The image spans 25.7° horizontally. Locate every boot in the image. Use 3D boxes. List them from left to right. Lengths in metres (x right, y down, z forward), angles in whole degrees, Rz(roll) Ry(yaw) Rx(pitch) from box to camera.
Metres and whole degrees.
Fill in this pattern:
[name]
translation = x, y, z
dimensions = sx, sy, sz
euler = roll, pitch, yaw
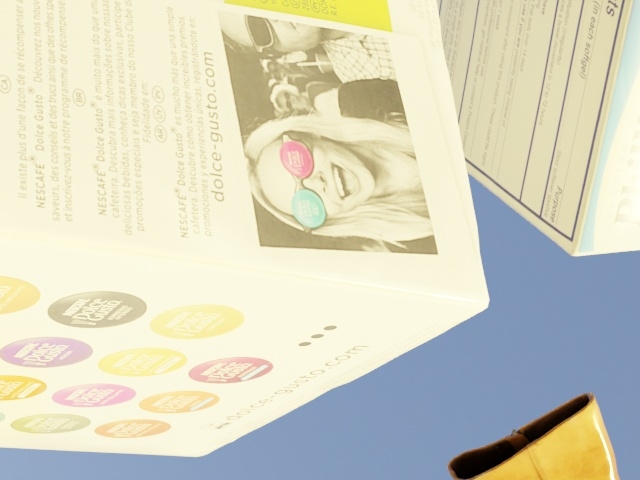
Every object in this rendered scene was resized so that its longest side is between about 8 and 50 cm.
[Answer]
[boot]
translation = 0.286, 0.243, 1.296
dimensions = 0.264, 0.096, 0.280
euler = -24, -64, 10

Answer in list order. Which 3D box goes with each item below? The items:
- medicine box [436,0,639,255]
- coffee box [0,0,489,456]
[medicine box]
translation = 0.211, -0.167, 1.127
dimensions = 0.289, 0.149, 0.263
euler = -134, -135, -54
[coffee box]
translation = -0.150, -0.075, 0.870
dimensions = 0.337, 0.334, 0.338
euler = -35, -126, 48
